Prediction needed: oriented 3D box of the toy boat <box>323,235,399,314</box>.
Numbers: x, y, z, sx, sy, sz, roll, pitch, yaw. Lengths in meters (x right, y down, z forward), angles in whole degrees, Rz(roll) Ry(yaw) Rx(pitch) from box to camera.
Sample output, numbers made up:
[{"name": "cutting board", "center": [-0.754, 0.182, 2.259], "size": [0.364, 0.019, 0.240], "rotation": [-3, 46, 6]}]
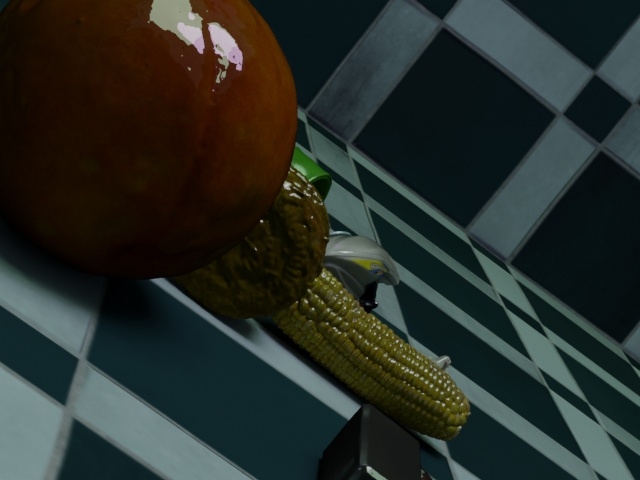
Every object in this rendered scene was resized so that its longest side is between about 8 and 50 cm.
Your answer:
[{"name": "toy boat", "center": [0.028, 0.057, 2.231], "size": [0.141, 0.141, 0.269], "rotation": [39, 9, 5]}]

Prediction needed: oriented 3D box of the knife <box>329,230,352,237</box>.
[{"name": "knife", "center": [0.002, -0.001, 2.318], "size": [0.331, 0.080, 0.044], "rotation": [43, 31, -71]}]

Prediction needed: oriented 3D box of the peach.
[{"name": "peach", "center": [-0.187, -0.115, 1.683], "size": [0.343, 0.343, 0.301], "rotation": [28, 40, -45]}]

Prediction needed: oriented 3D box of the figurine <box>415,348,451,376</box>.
[{"name": "figurine", "center": [0.133, 0.196, 2.163], "size": [0.146, 0.081, 0.098], "rotation": [31, 55, -58]}]

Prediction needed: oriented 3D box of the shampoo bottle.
[{"name": "shampoo bottle", "center": [0.049, 0.232, 1.620], "size": [0.079, 0.080, 0.246], "rotation": [39, 10, -5]}]

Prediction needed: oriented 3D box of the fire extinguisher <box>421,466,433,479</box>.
[{"name": "fire extinguisher", "center": [0.093, 0.257, 1.766], "size": [0.064, 0.043, 0.158], "rotation": [-7, 36, -32]}]

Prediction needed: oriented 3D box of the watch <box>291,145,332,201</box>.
[{"name": "watch", "center": [-0.057, -0.060, 2.365], "size": [0.131, 0.152, 0.165], "rotation": [40, 11, 19]}]

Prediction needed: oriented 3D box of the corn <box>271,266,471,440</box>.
[{"name": "corn", "center": [0.064, 0.142, 2.020], "size": [0.292, 0.101, 0.101], "rotation": [38, 10, -7]}]

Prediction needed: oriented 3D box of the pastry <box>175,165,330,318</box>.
[{"name": "pastry", "center": [-0.082, -0.003, 1.926], "size": [0.189, 0.188, 0.103], "rotation": [37, 8, -3]}]
